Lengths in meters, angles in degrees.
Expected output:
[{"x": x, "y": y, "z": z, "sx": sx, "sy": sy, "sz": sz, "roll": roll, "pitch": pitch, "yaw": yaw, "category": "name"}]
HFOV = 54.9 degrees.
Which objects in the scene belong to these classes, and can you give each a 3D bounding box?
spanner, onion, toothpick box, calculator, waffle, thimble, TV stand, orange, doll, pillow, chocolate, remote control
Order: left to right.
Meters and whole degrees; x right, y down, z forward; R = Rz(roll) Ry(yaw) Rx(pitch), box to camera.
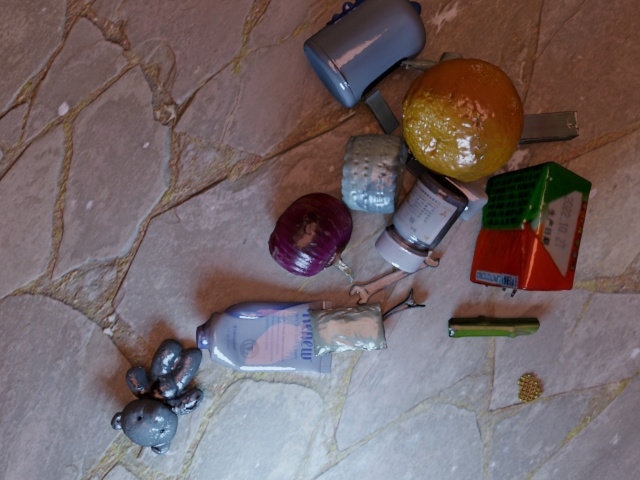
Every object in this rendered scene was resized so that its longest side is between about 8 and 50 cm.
[{"x": -0.490, "y": 0.474, "z": 1.883, "sx": 0.246, "sy": 0.158, "sz": 0.340, "roll": 29, "pitch": 89, "yaw": -10, "category": "doll"}, {"x": -0.024, "y": -0.019, "z": 1.830, "sx": 0.273, "sy": 0.230, "sz": 0.256, "roll": 11, "pitch": 90, "yaw": 10, "category": "onion"}, {"x": 0.083, "y": 0.274, "z": 1.884, "sx": 0.230, "sy": 0.050, "sz": 0.148, "roll": -6, "pitch": 83, "yaw": 1, "category": "pillow"}, {"x": 0.146, "y": -0.595, "z": 1.809, "sx": 0.355, "sy": 0.263, "sz": 0.263, "roll": -37, "pitch": 88, "yaw": 1, "category": "toothpick box"}, {"x": 0.157, "y": -0.205, "z": 1.823, "sx": 0.172, "sy": 0.205, "sz": 0.249, "roll": 8, "pitch": 72, "yaw": 14, "category": "thimble"}, {"x": 0.185, "y": -0.386, "z": 1.862, "sx": 0.057, "sy": 0.172, "sz": 0.018, "roll": -41, "pitch": 47, "yaw": 4, "category": "calculator"}, {"x": 0.229, "y": 0.113, "z": 1.920, "sx": 0.302, "sy": 0.017, "sz": 0.071, "roll": -28, "pitch": 85, "yaw": 3, "category": "spanner"}, {"x": 0.359, "y": -0.191, "z": 1.873, "sx": 0.313, "sy": 0.055, "sz": 0.109, "roll": 41, "pitch": 126, "yaw": 3, "category": "remote control"}, {"x": 0.399, "y": -0.340, "z": 1.711, "sx": 0.293, "sy": 0.340, "sz": 0.340, "roll": -39, "pitch": 88, "yaw": -30, "category": "orange"}, {"x": 0.582, "y": -0.025, "z": 1.738, "sx": 0.162, "sy": 0.360, "sz": 0.340, "roll": 12, "pitch": 88, "yaw": -9, "category": "chocolate"}, {"x": 0.640, "y": 0.457, "z": 1.902, "sx": 0.078, "sy": 0.016, "sz": 0.085, "roll": -12, "pitch": 90, "yaw": -1, "category": "waffle"}, {"x": 0.630, "y": -0.335, "z": 1.864, "sx": 0.270, "sy": 0.088, "sz": 0.082, "roll": -4, "pitch": 89, "yaw": 3, "category": "TV stand"}]

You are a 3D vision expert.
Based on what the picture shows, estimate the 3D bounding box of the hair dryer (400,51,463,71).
[{"x": 0.320, "y": -0.477, "z": 1.837, "sx": 0.237, "sy": 0.075, "sz": 0.206, "roll": 8, "pitch": 96, "yaw": -37, "category": "hair dryer"}]

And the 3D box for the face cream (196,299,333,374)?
[{"x": -0.172, "y": 0.298, "z": 1.907, "sx": 0.421, "sy": 0.137, "sz": 0.234, "roll": 2, "pitch": 89, "yaw": -9, "category": "face cream"}]

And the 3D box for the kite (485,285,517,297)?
[{"x": 0.615, "y": 0.037, "z": 1.904, "sx": 0.152, "sy": 0.015, "sz": 0.285, "roll": 29, "pitch": 89, "yaw": 5, "category": "kite"}]

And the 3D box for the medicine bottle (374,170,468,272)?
[{"x": 0.294, "y": -0.054, "z": 1.810, "sx": 0.165, "sy": 0.165, "sz": 0.273, "roll": 35, "pitch": 109, "yaw": 2, "category": "medicine bottle"}]

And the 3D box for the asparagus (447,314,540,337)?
[{"x": 0.528, "y": 0.266, "z": 1.887, "sx": 0.278, "sy": 0.060, "sz": 0.067, "roll": 1, "pitch": 71, "yaw": 3, "category": "asparagus"}]

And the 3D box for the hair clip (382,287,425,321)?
[{"x": 0.213, "y": 0.242, "z": 1.916, "sx": 0.230, "sy": 0.039, "sz": 0.070, "roll": -37, "pitch": 88, "yaw": 7, "category": "hair clip"}]
